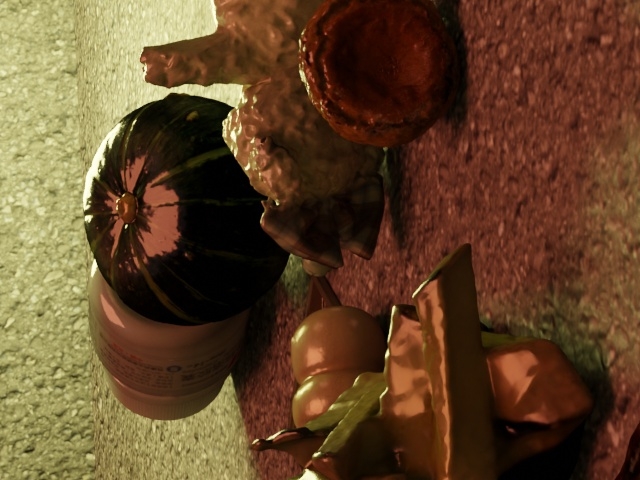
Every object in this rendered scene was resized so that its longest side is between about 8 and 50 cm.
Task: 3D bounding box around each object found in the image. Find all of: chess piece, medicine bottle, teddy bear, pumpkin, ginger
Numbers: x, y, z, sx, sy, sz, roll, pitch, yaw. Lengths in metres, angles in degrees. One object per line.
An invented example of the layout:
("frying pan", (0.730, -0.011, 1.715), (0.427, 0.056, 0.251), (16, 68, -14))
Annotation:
("chess piece", (0.000, 0.000, 2.273), (0.103, 0.067, 0.067), (95, 161, -50))
("medicine bottle", (-0.232, 0.123, 2.664), (0.306, 0.245, 0.245), (102, 157, -59))
("teddy bear", (-0.091, -0.179, 2.120), (0.375, 0.327, 0.362), (13, 104, 38))
("pumpkin", (-0.182, -0.043, 2.417), (0.323, 0.241, 0.323), (2, 93, 35))
("chess piece", (0.031, 0.221, 2.094), (0.167, 0.167, 0.300), (125, 142, -60))
("ginger", (0.060, 0.190, 1.742), (0.413, 0.211, 0.358), (-43, 33, 14))

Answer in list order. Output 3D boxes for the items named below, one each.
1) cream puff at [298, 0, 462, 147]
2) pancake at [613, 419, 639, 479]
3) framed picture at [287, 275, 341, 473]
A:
("cream puff", (0.058, -0.185, 1.943), (0.169, 0.183, 0.183), (140, 125, -81))
("pancake", (0.309, 0.362, 1.450), (0.305, 0.067, 0.427), (-137, 49, -61))
("framed picture", (0.007, 0.215, 2.348), (0.213, 0.016, 0.289), (-121, 33, -53))
